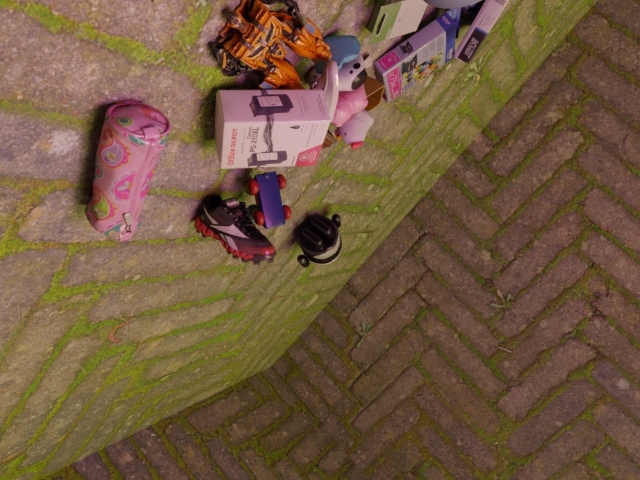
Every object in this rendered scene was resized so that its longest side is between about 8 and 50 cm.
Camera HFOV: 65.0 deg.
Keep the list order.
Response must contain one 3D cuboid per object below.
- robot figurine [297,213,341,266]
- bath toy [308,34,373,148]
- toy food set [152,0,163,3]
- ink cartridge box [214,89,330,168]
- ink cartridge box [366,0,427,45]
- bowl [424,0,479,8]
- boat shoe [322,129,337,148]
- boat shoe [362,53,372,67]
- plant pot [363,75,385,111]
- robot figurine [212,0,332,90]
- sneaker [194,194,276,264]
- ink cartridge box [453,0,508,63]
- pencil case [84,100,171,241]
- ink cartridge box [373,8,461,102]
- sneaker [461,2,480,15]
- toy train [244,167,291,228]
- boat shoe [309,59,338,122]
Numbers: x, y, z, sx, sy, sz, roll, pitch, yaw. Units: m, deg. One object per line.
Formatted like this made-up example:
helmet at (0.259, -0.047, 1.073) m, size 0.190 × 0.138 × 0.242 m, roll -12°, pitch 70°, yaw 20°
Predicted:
robot figurine at (-0.003, 0.000, 2.062) m, size 0.209 × 0.173 × 0.278 m, roll -14°, pitch 162°, yaw 3°
bath toy at (0.061, -0.373, 1.347) m, size 0.152 × 0.128 × 0.348 m, roll -4°, pitch 153°, yaw 13°
toy food set at (-0.223, -0.448, 0.754) m, size 0.132 × 0.038 × 0.192 m, roll -40°, pitch 162°, yaw -14°
ink cartridge box at (-0.117, -0.254, 1.153) m, size 0.237 × 0.100 × 0.172 m, roll -5°, pitch 154°, yaw -16°
ink cartridge box at (0.187, -0.589, 1.303) m, size 0.209 × 0.062 × 0.109 m, roll -31°, pitch 158°, yaw -35°
bowl at (0.294, -0.670, 1.041) m, size 0.311 × 0.311 × 0.163 m, roll -49°, pitch 143°, yaw 16°
boat shoe at (-0.064, -0.305, 1.350) m, size 0.104 × 0.110 × 0.307 m, roll -45°, pitch 153°, yaw 14°
boat shoe at (0.105, -0.492, 1.403) m, size 0.100 × 0.035 × 0.035 m, roll -34°, pitch 133°, yaw -18°
plant pot at (0.127, -0.437, 1.483) m, size 0.081 × 0.083 × 0.081 m, roll -37°, pitch 162°, yaw -21°
robot figurine at (-0.094, -0.408, 1.055) m, size 0.211 × 0.085 × 0.291 m, roll -49°, pitch 162°, yaw 19°
sneaker at (-0.225, -0.037, 1.346) m, size 0.098 × 0.276 × 0.135 m, roll -18°, pitch 131°, yaw -53°
ink cartridge box at (0.549, -0.747, 1.571) m, size 0.307 × 0.072 × 0.303 m, roll -55°, pitch 174°, yaw -42°
pencil case at (-0.384, -0.131, 0.993) m, size 0.124 × 0.124 × 0.284 m, roll -23°, pitch 152°, yaw -49°
ink cartridge box at (0.315, -0.572, 1.552) m, size 0.311 × 0.065 × 0.186 m, roll -36°, pitch 163°, yaw 3°
sneaker at (0.426, -0.730, 1.471) m, size 0.083 × 0.087 × 0.221 m, roll -52°, pitch 161°, yaw 20°
toy train at (-0.173, -0.161, 1.420) m, size 0.105 × 0.247 × 0.143 m, roll -15°, pitch -170°, yaw -29°
boat shoe at (0.005, -0.350, 1.191) m, size 0.063 × 0.066 × 0.184 m, roll -3°, pitch 158°, yaw -8°
